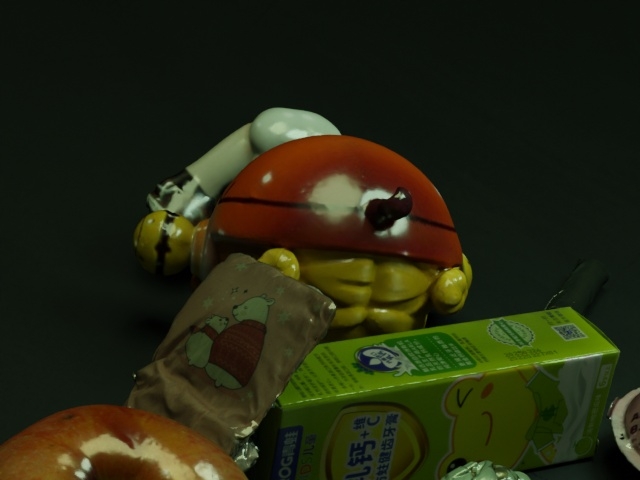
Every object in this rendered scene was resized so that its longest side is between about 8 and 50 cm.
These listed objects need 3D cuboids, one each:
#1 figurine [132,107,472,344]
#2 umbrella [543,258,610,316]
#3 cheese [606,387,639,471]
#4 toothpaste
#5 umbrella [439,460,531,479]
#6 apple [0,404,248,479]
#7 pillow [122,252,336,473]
[{"bbox_3d":[0.000,-0.005,1.741,0.320,0.196,0.323,5,17,-21],"label":"figurine"},{"bbox_3d":[0.241,0.053,1.886,0.036,0.031,0.133,-8,19,28],"label":"umbrella"},{"bbox_3d":[0.320,0.186,1.609,0.189,0.074,0.286,13,31,9],"label":"cheese"},{"bbox_3d":[0.085,0.135,1.591,0.327,0.110,0.077,-7,33,-28],"label":"toothpaste"},{"bbox_3d":[0.105,0.206,1.528,0.143,0.062,0.067,-12,3,-33],"label":"umbrella"},{"bbox_3d":[-0.140,0.206,1.307,0.209,0.164,0.209,11,46,-11],"label":"apple"},{"bbox_3d":[-0.091,0.130,1.468,0.135,0.248,0.049,26,-13,40],"label":"pillow"}]
